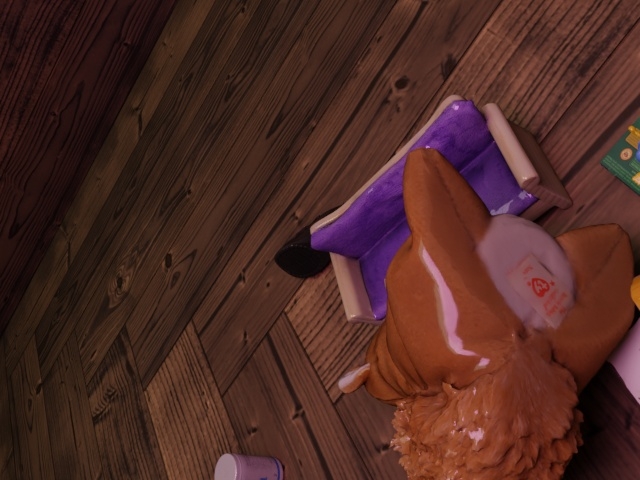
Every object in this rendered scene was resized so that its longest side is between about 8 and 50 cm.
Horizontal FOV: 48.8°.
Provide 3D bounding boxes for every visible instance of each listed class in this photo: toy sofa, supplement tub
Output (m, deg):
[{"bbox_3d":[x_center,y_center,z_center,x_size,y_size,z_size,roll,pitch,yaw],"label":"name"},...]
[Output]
[{"bbox_3d":[0.157,-0.026,1.033,0.362,0.177,0.150,-42,46,31],"label":"toy sofa"},{"bbox_3d":[-0.126,0.417,1.256,0.071,0.107,0.071,-23,59,44],"label":"supplement tub"}]

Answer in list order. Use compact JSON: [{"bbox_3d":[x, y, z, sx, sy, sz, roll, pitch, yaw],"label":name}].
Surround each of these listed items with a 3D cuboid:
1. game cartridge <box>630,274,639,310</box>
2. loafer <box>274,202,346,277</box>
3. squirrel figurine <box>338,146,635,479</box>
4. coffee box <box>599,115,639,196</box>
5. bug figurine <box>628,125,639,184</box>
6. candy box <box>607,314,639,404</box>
[{"bbox_3d":[0.471,0.077,0.556,0.324,0.053,0.285,-36,90,32],"label":"game cartridge"},{"bbox_3d":[0.000,0.000,1.312,0.220,0.080,0.078,-32,20,41],"label":"loafer"},{"bbox_3d":[0.152,0.161,0.844,0.370,0.281,0.397,127,154,-54],"label":"squirrel figurine"},{"bbox_3d":[0.438,-0.130,0.839,0.184,0.040,0.113,-55,42,21],"label":"coffee box"},{"bbox_3d":[0.473,-0.113,0.719,0.279,0.072,0.216,-44,66,16],"label":"bug figurine"},{"bbox_3d":[0.415,0.116,0.721,0.196,0.070,0.165,-55,34,26],"label":"candy box"}]
